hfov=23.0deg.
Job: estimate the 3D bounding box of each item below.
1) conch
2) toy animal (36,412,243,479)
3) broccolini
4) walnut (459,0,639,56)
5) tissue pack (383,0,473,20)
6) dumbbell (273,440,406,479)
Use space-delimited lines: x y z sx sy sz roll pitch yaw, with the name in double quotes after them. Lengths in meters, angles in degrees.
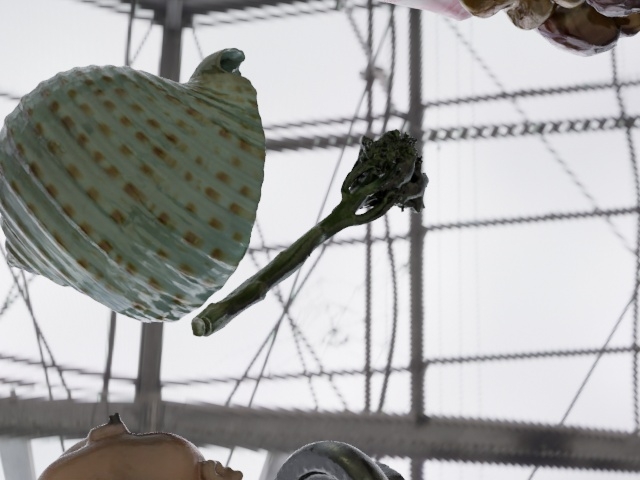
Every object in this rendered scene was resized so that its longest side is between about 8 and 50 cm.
-0.134 -0.043 0.990 0.131 0.200 0.172 11 -143 -37 "conch"
-0.083 0.128 0.655 0.083 0.150 0.089 20 -79 -14 "toy animal"
0.003 -0.004 1.155 0.071 0.057 0.254 44 -130 5 "broccolini"
0.157 -0.253 1.009 0.244 0.221 0.269 -20 -84 -33 "walnut"
0.087 -0.287 1.241 0.269 0.209 0.137 5 -131 -49 "tissue pack"
-0.046 0.251 1.162 0.290 0.192 0.192 -6 -114 -32 "dumbbell"
